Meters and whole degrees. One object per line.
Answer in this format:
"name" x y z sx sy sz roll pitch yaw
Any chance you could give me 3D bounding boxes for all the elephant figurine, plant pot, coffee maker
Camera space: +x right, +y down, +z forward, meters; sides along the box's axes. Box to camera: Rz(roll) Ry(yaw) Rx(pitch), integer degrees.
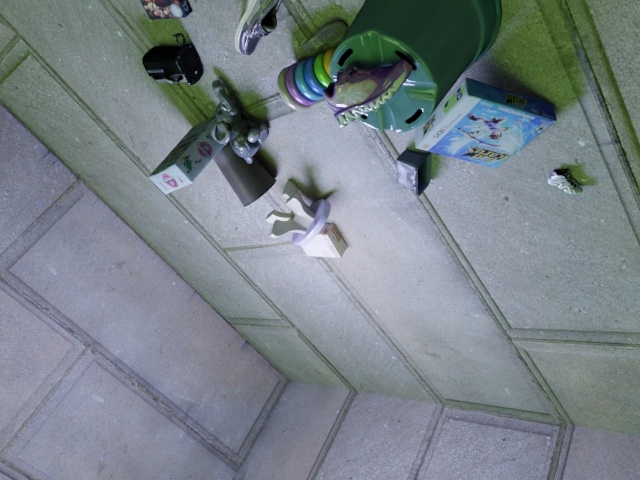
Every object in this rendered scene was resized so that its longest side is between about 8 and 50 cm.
"elephant figurine" -0.313 -0.421 1.967 0.239 0.186 0.169 41 -168 6
"plant pot" 0.205 -0.449 1.273 0.341 0.334 0.341 22 147 15
"coffee maker" -0.512 -0.624 1.886 0.178 0.120 0.171 11 119 29

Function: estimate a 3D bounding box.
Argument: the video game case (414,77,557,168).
"video game case" 0.425 -0.297 1.441 0.270 0.061 0.244 10 155 -19

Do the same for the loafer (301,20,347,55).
"loafer" 0.011 -0.576 1.540 0.148 0.050 0.056 -17 129 32

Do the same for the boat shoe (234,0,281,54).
"boat shoe" -0.170 -0.631 1.571 0.092 0.103 0.285 38 143 0

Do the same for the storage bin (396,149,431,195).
"storage bin" 0.291 -0.219 1.755 0.091 0.098 0.135 26 150 29

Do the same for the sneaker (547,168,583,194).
"sneaker" 0.687 -0.169 1.520 0.098 0.038 0.069 23 148 14

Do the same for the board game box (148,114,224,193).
"board game box" -0.481 -0.328 2.064 0.224 0.303 0.097 -10 129 48

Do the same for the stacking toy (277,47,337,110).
"stacking toy" 0.027 -0.492 1.572 0.330 0.141 0.141 -16 125 45

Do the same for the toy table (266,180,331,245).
"toy table" -0.094 -0.093 2.137 0.161 0.252 0.274 26 139 -20

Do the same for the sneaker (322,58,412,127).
"sneaker" 0.086 -0.324 1.149 0.104 0.095 0.236 51 145 -15

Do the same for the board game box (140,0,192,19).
"board game box" -0.516 -0.805 1.684 0.165 0.042 0.243 11 142 32

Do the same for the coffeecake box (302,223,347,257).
"coffeecake box" 0.000 0.000 2.325 0.185 0.068 0.142 3 138 39

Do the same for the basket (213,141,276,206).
"basket" -0.301 -0.273 2.124 0.154 0.204 0.227 -29 107 25
